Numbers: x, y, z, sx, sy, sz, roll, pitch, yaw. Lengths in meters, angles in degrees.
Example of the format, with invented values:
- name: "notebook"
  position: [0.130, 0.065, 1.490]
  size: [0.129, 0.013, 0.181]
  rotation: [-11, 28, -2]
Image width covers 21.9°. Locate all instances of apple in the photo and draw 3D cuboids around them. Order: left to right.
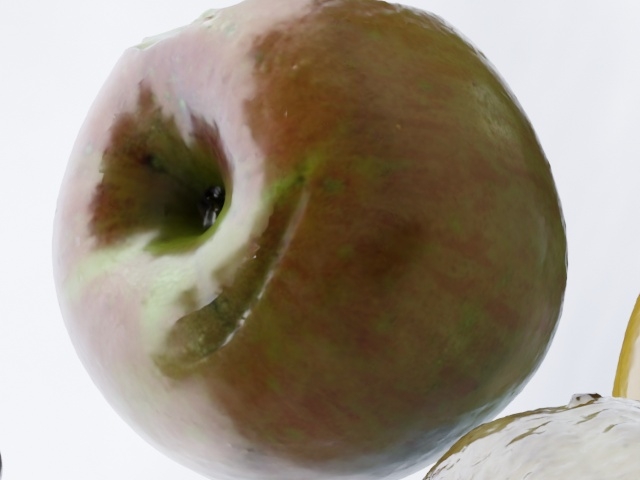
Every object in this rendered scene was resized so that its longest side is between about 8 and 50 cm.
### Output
- name: "apple"
  position: [0.000, 0.000, 1.089]
  size: [0.339, 0.340, 0.339]
  rotation: [-48, -34, -46]

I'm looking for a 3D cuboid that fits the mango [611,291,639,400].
- name: "mango"
  position: [0.211, 0.054, 0.659]
  size: [0.317, 0.176, 0.119]
  rotation: [-51, -15, -46]

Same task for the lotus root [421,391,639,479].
- name: "lotus root"
  position: [0.071, 0.093, 0.408]
  size: [0.110, 0.097, 0.258]
  rotation: [-54, 4, -3]

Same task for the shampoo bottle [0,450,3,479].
- name: "shampoo bottle"
  position: [-0.203, 0.107, 0.809]
  size: [0.072, 0.099, 0.043]
  rotation: [47, -133, -57]
